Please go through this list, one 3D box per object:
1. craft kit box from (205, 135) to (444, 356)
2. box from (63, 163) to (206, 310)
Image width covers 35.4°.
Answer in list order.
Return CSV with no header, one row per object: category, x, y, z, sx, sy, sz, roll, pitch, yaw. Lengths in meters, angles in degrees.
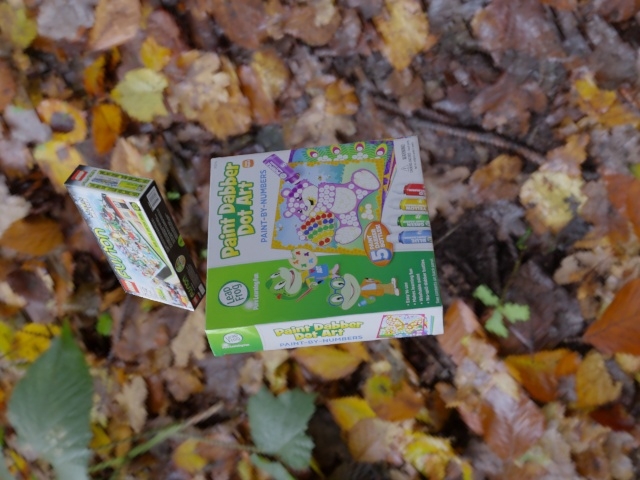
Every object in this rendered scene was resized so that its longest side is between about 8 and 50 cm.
craft kit box,0.000,0.000,1.106,0.247,0.249,0.061,-8,140,5
box,-0.223,-0.001,1.230,0.114,0.036,0.207,12,143,27
